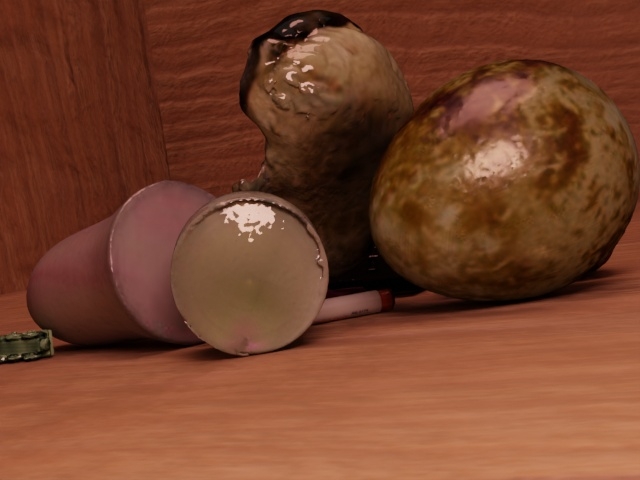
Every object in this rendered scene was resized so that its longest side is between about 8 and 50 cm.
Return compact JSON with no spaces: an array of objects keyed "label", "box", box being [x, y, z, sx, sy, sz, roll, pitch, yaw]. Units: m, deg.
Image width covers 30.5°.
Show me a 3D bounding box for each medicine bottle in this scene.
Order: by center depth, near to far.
[{"label":"medicine bottle","box":[-0.066,0.028,1.098,0.147,0.147,0.143,-9,5,-4]}]

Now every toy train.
[{"label":"toy train","box":[-0.332,0.117,1.313,0.083,0.033,0.053,-7,-2,20]}]

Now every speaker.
[{"label":"speaker","box":[0.020,0.046,1.468,0.218,0.044,0.082,-7,-17,16]}]

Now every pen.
[{"label":"pen","box":[-0.024,0.079,1.224,0.218,0.026,0.026,-9,2,-21]}]

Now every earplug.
[{"label":"earplug","box":[-0.237,0.051,1.318,0.172,0.172,0.301,-10,-5,-42]}]

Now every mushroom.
[{"label":"mushroom","box":[0.007,-0.080,1.247,0.130,0.344,0.247,27,47,26]}]

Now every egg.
[{"label":"egg","box":[0.178,-0.054,1.175,0.289,0.238,0.238,-24,6,-17]}]

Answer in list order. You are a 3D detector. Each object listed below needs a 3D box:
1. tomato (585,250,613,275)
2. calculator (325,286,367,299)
[{"label":"tomato","box":[0.235,-0.020,1.373,0.214,0.181,0.155,-1,-15,8]},{"label":"calculator","box":[-0.027,0.073,1.350,0.126,0.034,0.190,-9,-4,20]}]
